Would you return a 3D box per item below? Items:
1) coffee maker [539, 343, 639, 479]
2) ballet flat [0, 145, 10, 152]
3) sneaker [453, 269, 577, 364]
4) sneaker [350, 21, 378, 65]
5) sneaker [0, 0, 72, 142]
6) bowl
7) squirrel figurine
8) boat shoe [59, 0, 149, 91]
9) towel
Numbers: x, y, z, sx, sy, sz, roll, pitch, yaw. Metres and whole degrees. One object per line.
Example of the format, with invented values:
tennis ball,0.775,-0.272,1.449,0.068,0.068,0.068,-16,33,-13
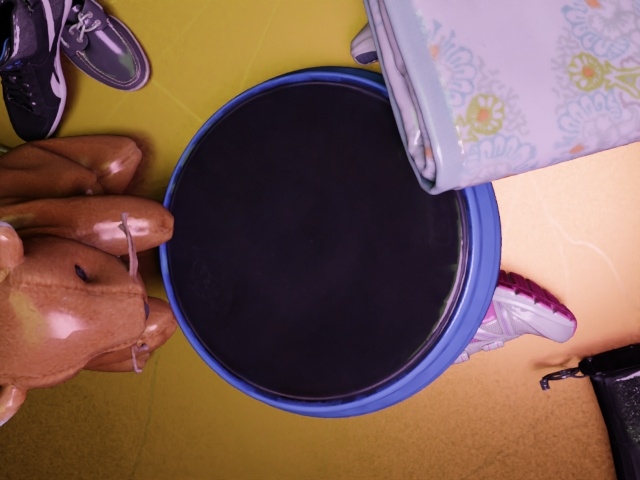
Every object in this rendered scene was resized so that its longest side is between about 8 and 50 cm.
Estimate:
coffee maker,0.363,0.217,1.429,0.171,0.120,0.178,-11,98,29
ballet flat,-0.432,-0.085,1.442,0.203,0.074,0.074,-1,99,-3
sneaker,0.163,0.089,1.423,0.252,0.103,0.111,11,101,10
sneaker,0.091,-0.314,1.359,0.235,0.094,0.153,-42,93,9
sneaker,-0.338,-0.187,1.360,0.079,0.121,0.217,22,125,13
bowl,0.000,0.000,1.365,0.391,0.077,0.391,0,89,19
squirrel figurine,-0.339,0.048,1.255,0.396,0.370,0.281,5,103,-11
boat shoe,-0.280,-0.245,1.407,0.075,0.065,0.206,-43,94,9
towel,0.201,-0.261,1.275,0.320,0.090,0.375,-15,91,-16
